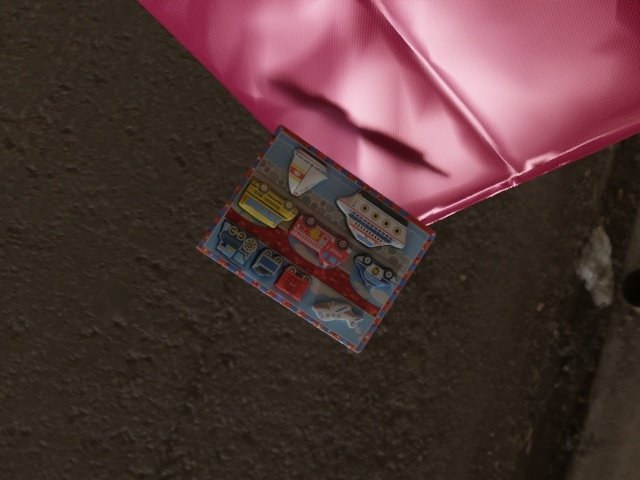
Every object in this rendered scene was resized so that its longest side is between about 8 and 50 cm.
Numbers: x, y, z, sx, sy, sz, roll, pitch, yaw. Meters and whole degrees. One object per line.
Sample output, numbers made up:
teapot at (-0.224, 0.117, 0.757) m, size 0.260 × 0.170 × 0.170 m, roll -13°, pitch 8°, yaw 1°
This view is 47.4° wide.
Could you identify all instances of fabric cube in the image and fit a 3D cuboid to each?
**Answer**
fabric cube at (0.080, -0.201, 0.511) m, size 0.258 × 0.259 × 0.254 m, roll 44°, pitch 42°, yaw -23°

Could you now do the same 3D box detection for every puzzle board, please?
puzzle board at (0.000, 0.000, 0.473) m, size 0.128 × 0.011 × 0.096 m, roll 34°, pitch 87°, yaw -11°
